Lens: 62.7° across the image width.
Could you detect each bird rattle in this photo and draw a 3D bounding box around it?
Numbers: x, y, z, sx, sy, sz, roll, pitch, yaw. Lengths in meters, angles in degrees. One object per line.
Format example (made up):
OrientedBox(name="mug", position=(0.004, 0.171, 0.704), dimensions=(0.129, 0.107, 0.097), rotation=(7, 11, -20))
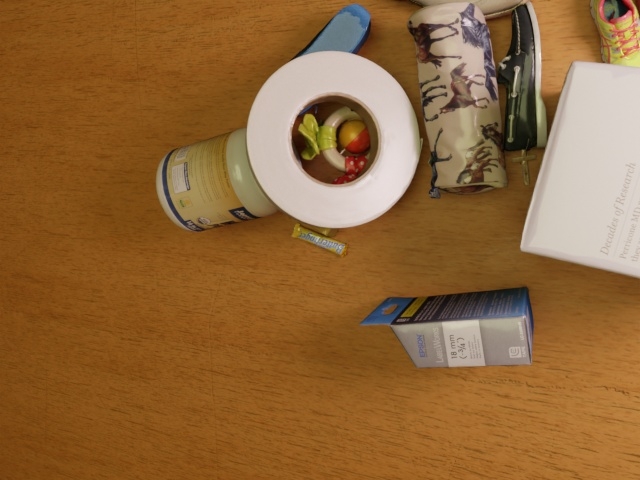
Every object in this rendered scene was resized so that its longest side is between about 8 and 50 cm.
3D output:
OrientedBox(name="bird rattle", position=(0.069, -0.222, 1.261), dimensions=(0.253, 0.143, 0.207), rotation=(44, 94, 9))

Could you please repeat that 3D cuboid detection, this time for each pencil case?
OrientedBox(name="pencil case", position=(0.289, -0.299, 1.136), dimensions=(0.184, 0.160, 0.409), rotation=(-5, 94, 49))

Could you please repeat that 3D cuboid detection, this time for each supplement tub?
OrientedBox(name="supplement tub", position=(-0.225, -0.156, 1.329), dimensions=(0.317, 0.228, 0.228), rotation=(-11, 92, 24))

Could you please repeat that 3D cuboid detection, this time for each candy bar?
OrientedBox(name="candy bar", position=(0.000, 0.000, 1.369), dimensions=(0.162, 0.018, 0.040), rotation=(23, 104, 19))

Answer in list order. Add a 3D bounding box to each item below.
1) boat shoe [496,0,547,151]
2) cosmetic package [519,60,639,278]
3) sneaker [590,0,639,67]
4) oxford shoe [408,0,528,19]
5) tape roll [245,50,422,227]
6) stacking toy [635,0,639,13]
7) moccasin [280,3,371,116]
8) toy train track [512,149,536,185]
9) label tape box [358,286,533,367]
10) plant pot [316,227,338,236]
OrientedBox(name="boat shoe", position=(0.416, -0.340, 1.105), dimensions=(0.091, 0.114, 0.302), rotation=(-6, 93, 18))
OrientedBox(name="cosmetic package", position=(0.603, -0.106, 0.937), dimensions=(0.394, 0.329, 0.327), rotation=(15, 102, 21))
OrientedBox(name="sneaker", position=(0.591, -0.408, 1.034), dimensions=(0.082, 0.094, 0.208), rotation=(-26, 87, 22))
OrientedBox(name="oxford shoe", position=(0.249, -0.568, 1.128), dimensions=(0.397, 0.146, 0.140), rotation=(17, 102, 20))
OrientedBox(name="tape roll", position=(0.029, -0.219, 1.170), dimensions=(0.392, 0.072, 0.391), rotation=(0, 92, -11))
OrientedBox(name="stacking toy", position=(0.759, -0.436, 0.942), dimensions=(0.280, 0.130, 0.308), rotation=(-32, 84, 23))
OrientedBox(name="moccasin", position=(0.001, -0.407, 1.273), dimensions=(0.342, 0.117, 0.137), rotation=(-38, 94, 17))
OrientedBox(name="toy train track", position=(0.453, -0.164, 1.165), dimensions=(0.048, 0.014, 0.083), rotation=(-7, 99, 16))
OrientedBox(name="label tape box", position=(0.284, 0.190, 1.154), dimensions=(0.334, 0.241, 0.105), rotation=(-8, 95, 24))
OrientedBox(name="plant pot", position=(0.018, -0.066, 1.324), dimensions=(0.081, 0.081, 0.083), rotation=(38, 97, 14))
